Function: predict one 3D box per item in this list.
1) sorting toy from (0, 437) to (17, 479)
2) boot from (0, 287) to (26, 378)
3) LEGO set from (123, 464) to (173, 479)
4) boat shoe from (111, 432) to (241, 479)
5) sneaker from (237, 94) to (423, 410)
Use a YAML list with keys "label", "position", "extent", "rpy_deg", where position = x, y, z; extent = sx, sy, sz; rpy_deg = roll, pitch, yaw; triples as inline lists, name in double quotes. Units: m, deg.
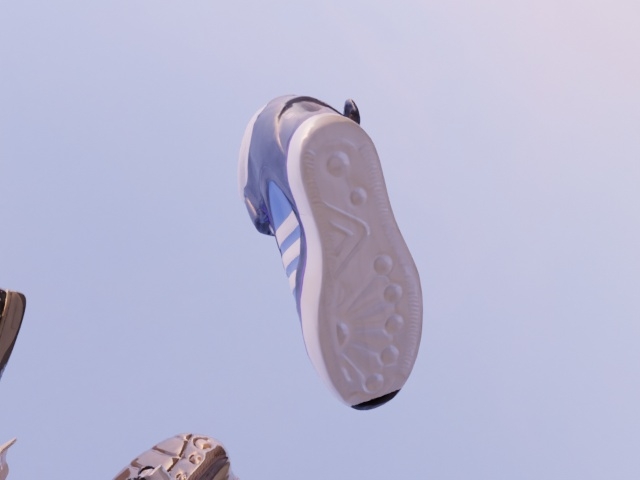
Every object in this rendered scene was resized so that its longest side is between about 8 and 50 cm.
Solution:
- label: "sorting toy"
  position: [-0.304, 0.215, 1.019]
  extent: [0.045, 0.083, 0.075]
  rpy_deg: [30, -145, 10]
- label: "boot"
  position: [-0.407, 0.119, 1.104]
  extent: [0.178, 0.085, 0.236]
  rpy_deg: [31, -128, -25]
- label: "LEGO set"
  position: [-0.183, 0.223, 0.712]
  extent: [0.182, 0.244, 0.060]
  rpy_deg: [-38, -90, -39]
- label: "boat shoe"
  position: [-0.197, 0.305, 0.972]
  extent: [0.116, 0.324, 0.123]
  rpy_deg: [62, 168, -25]
- label: "sneaker"
  position: [-0.001, 0.000, 1.220]
  extent: [0.236, 0.130, 0.323]
  rpy_deg: [-148, 44, -66]
